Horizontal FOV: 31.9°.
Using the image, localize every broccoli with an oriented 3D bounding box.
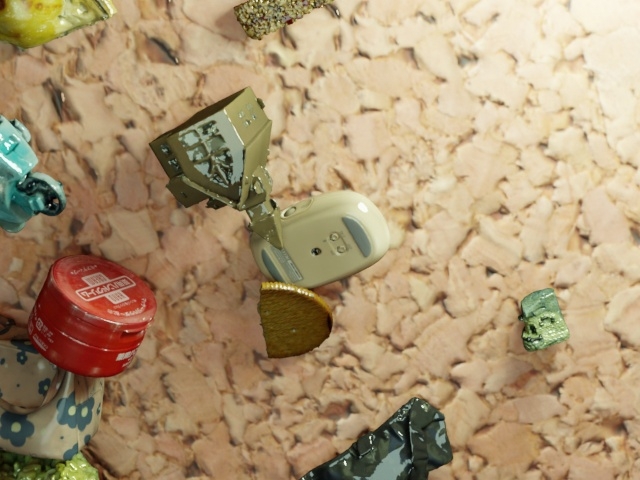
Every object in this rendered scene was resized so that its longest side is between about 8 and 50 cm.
[{"bbox_3d":[-0.526,0.528,1.987,0.348,0.281,0.293,3,112,9],"label":"broccoli"}]

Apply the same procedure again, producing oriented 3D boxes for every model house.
[{"bbox_3d":[0.362,0.130,1.849,0.079,0.066,0.083,-19,108,11],"label":"model house"},{"bbox_3d":[-0.137,-0.083,1.743,0.176,0.181,0.248,-24,103,18],"label":"model house"}]

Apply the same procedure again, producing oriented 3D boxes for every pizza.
[{"bbox_3d":[-0.427,-0.360,1.716,0.204,0.080,0.188,30,113,-8],"label":"pizza"}]

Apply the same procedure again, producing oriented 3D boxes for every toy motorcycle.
[{"bbox_3d":[-0.540,-0.122,1.801,0.206,0.154,0.260,-23,114,39],"label":"toy motorcycle"}]

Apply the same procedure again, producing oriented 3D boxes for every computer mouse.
[{"bbox_3d":[0.000,0.000,1.818,0.237,0.082,0.145,-23,112,27],"label":"computer mouse"}]

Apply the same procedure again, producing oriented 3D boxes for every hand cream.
[{"bbox_3d":[-0.379,0.125,1.855,0.193,0.193,0.125,27,115,-6],"label":"hand cream"}]

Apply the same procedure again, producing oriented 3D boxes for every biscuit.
[{"bbox_3d":[-0.041,0.133,1.874,0.126,0.025,0.206,-1,140,1],"label":"biscuit"},{"bbox_3d":[-0.034,-0.370,1.695,0.199,0.034,0.064,-25,109,15],"label":"biscuit"}]

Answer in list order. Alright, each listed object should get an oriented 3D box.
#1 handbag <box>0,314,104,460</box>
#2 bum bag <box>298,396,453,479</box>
[{"bbox_3d":[-0.507,0.250,1.930,0.252,0.190,0.193,12,103,5],"label":"handbag"},{"bbox_3d":[0.100,0.406,1.986,0.310,0.074,0.137,-37,93,13],"label":"bum bag"}]
